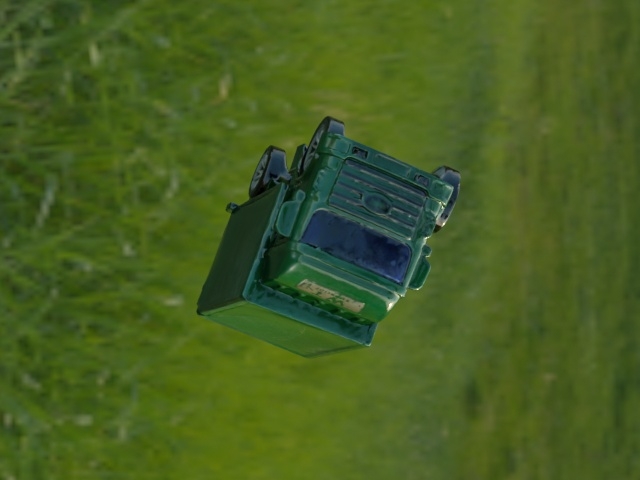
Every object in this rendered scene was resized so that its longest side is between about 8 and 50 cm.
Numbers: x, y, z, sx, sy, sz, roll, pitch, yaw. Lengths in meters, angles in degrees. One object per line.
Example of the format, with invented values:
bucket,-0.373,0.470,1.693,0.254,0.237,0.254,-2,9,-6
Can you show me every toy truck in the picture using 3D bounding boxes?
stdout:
toy truck,0.000,0.000,0.759,0.065,0.147,0.079,22,78,-12
